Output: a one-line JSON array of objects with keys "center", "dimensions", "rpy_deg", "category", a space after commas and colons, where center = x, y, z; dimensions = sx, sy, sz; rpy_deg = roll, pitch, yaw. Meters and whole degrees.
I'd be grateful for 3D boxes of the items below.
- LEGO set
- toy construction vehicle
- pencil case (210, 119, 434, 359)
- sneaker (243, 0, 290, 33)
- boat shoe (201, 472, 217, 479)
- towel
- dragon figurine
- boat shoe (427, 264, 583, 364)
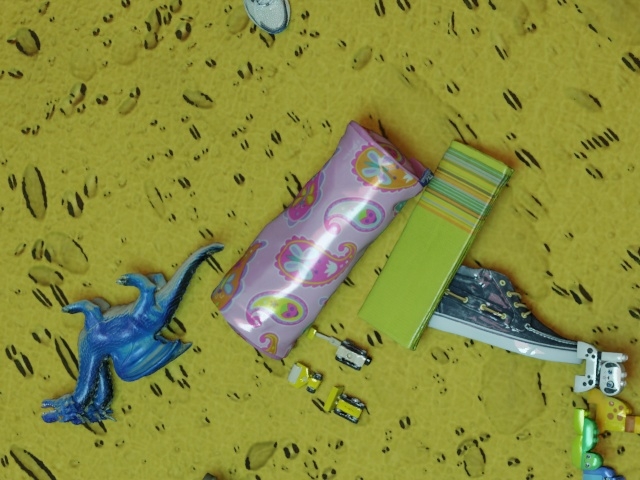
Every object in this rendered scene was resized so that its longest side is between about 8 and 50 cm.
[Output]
[{"center": [0.334, 0.228, 1.813], "dimensions": [0.093, 0.087, 0.227], "rpy_deg": [3, 88, 25], "category": "LEGO set"}, {"center": [0.018, 0.154, 1.904], "dimensions": [0.098, 0.035, 0.085], "rpy_deg": [24, 103, 12], "category": "toy construction vehicle"}, {"center": [0.000, 0.000, 1.869], "dimensions": [0.124, 0.124, 0.284], "rpy_deg": [40, 94, 9], "category": "pencil case"}, {"center": [-0.079, -0.306, 1.921], "dimensions": [0.052, 0.058, 0.135], "rpy_deg": [-25, 85, 8], "category": "sneaker"}, {"center": [-0.156, 0.419, 1.891], "dimensions": [0.104, 0.111, 0.307], "rpy_deg": [26, 102, 6], "category": "boat shoe"}, {"center": [0.131, 0.004, 1.871], "dimensions": [0.102, 0.021, 0.237], "rpy_deg": [33, 96, 48], "category": "towel"}, {"center": [-0.208, 0.114, 1.914], "dimensions": [0.289, 0.085, 0.144], "rpy_deg": [-27, 84, 8], "category": "dragon figurine"}, {"center": [0.216, 0.082, 1.851], "dimensions": [0.183, 0.065, 0.083], "rpy_deg": [16, 90, 11], "category": "boat shoe"}]
